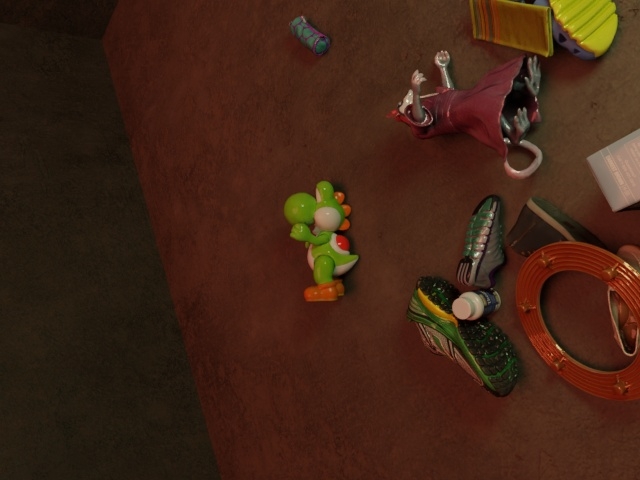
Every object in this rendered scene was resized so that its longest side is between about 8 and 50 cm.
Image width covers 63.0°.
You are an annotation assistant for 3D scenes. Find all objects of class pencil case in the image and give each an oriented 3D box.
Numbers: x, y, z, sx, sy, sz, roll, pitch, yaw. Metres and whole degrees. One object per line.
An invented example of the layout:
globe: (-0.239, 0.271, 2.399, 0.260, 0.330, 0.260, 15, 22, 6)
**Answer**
pencil case: (-0.034, -0.638, 1.622, 0.151, 0.065, 0.070, 51, 145, 31)

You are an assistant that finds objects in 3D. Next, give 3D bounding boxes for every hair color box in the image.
hair color box: (0.651, -0.175, 0.819, 0.374, 0.186, 0.113, -35, 68, 45)

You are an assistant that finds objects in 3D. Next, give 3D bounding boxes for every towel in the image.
towel: (0.398, -0.457, 1.107, 0.237, 0.021, 0.102, 50, 169, 53)

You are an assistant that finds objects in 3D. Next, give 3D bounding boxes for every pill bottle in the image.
pill bottle: (0.365, 0.150, 1.227, 0.067, 0.120, 0.066, 8, 101, 47)

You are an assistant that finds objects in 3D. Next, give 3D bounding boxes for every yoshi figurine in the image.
yoshi figurine: (-0.025, 0.001, 1.599, 0.204, 0.203, 0.361, -3, 89, 55)

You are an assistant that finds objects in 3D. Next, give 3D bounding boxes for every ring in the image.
ring: (0.521, 0.164, 1.038, 0.336, 0.032, 0.336, 44, 146, 42)

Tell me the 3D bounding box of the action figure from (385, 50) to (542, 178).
action figure: (0.324, -0.296, 1.212, 0.370, 0.248, 0.275, 0, 121, 47)

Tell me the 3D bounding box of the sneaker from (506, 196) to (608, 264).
sneaker: (0.499, 0.017, 1.103, 0.222, 0.083, 0.118, 57, 137, 40)

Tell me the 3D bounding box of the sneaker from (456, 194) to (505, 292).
sneaker: (0.396, 0.008, 1.229, 0.083, 0.098, 0.223, -169, 98, -76)

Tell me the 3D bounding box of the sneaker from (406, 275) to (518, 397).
sneaker: (0.341, 0.245, 1.280, 0.343, 0.134, 0.146, 54, 138, 41)

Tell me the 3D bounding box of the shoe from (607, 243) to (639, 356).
shoe: (0.600, 0.117, 1.007, 0.077, 0.058, 0.218, -2, 93, 48)

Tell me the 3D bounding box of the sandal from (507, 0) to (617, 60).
sandal: (0.467, -0.487, 1.062, 0.317, 0.126, 0.138, 60, 170, 15)
